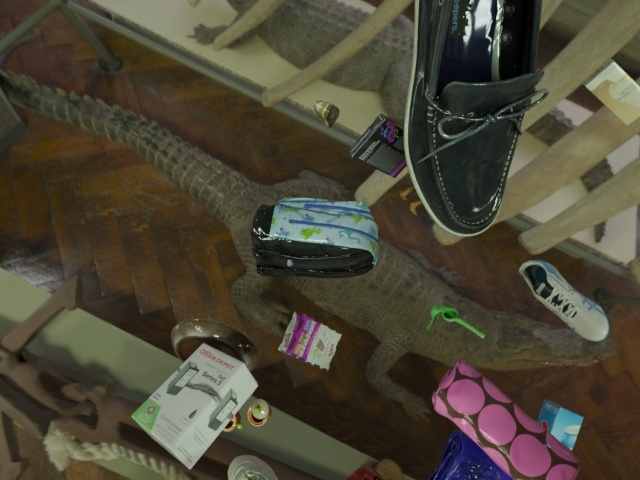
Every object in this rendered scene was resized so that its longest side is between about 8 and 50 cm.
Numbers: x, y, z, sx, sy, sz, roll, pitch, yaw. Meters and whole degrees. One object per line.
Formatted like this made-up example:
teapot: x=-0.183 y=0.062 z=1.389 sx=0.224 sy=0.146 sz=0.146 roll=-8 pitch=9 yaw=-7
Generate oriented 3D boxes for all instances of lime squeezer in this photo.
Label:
lime squeezer: x=0.450 y=0.286 z=1.476 sx=0.058 sy=0.310 sz=0.110 roll=-10 pitch=87 yaw=-22

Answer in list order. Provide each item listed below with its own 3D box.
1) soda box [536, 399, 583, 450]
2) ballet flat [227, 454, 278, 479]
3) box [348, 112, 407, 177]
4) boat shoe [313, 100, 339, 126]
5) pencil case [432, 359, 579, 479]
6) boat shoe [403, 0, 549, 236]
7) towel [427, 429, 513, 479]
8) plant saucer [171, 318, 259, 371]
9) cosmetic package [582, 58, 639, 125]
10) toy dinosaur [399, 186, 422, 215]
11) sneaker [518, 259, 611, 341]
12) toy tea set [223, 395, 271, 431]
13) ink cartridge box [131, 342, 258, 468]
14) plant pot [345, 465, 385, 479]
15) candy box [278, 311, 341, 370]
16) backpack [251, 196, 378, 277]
soda box: x=0.597 y=0.533 z=1.073 sx=0.071 sy=0.067 sz=0.210 roll=23 pitch=86 yaw=-3
ballet flat: x=-0.189 y=0.797 z=1.295 sx=0.139 sy=0.139 sz=0.400 roll=-40 pitch=39 yaw=-25
box: x=0.160 y=-0.219 z=0.975 sx=0.162 sy=0.116 sz=0.029 roll=15 pitch=41 yaw=-41
boat shoe: x=0.015 y=-0.423 z=1.349 sx=0.072 sy=0.190 sz=0.068 roll=30 pitch=95 yaw=5
pencil case: x=0.261 y=0.281 z=0.608 sx=0.098 sy=0.095 sz=0.209 roll=-42 pitch=59 yaw=-12
boat shoe: x=0.233 y=-0.220 z=0.630 sx=0.186 sy=0.501 sz=0.156 roll=-11 pitch=27 yaw=-7
towel: x=0.380 y=0.587 z=0.915 sx=0.308 sy=0.076 sz=0.228 roll=28 pitch=91 yaw=-8
plant saucer: x=-0.360 y=0.379 z=1.384 sx=0.310 sy=0.311 sz=0.050 roll=20 pitch=41 yaw=-3
cosmetic package: x=0.567 y=-0.281 z=0.786 sx=0.115 sy=0.060 sz=0.041 roll=40 pitch=38 yaw=-3
toy dinosaur: x=0.231 y=-0.115 z=0.914 sx=0.211 sy=0.112 sz=0.064 roll=8 pitch=54 yaw=-51
sneaker: x=0.531 y=0.131 z=0.918 sx=0.086 sy=0.085 sz=0.237 roll=5 pitch=33 yaw=-19
toy tea set: x=-0.337 y=0.578 z=1.445 sx=0.335 sy=0.124 sz=0.200 roll=-15 pitch=72 yaw=15
ink cartridge box: x=-0.342 y=0.444 z=1.151 sx=0.198 sy=0.115 sz=0.273 roll=11 pitch=44 yaw=37
plant pot: x=0.150 y=0.775 z=1.165 sx=0.174 sy=0.191 sz=0.191 roll=19 pitch=52 yaw=45
candy box: x=-0.036 y=0.394 z=1.609 sx=0.233 sy=0.071 sz=0.159 roll=37 pitch=69 yaw=-38
backpack: x=0.000 y=0.000 z=1.243 sx=0.355 sy=0.290 sz=0.273 roll=13 pitch=58 yaw=9
